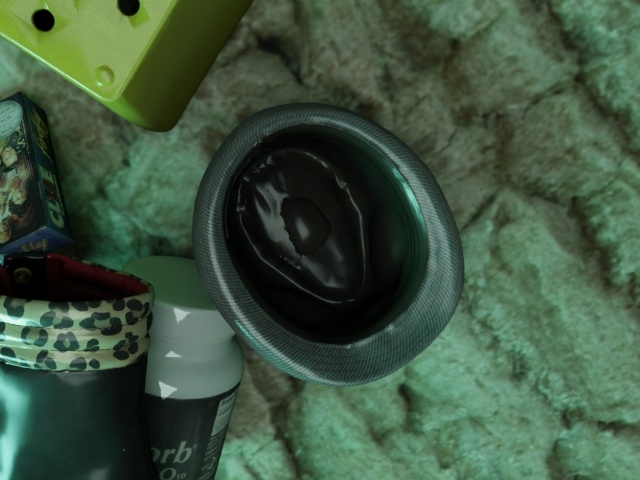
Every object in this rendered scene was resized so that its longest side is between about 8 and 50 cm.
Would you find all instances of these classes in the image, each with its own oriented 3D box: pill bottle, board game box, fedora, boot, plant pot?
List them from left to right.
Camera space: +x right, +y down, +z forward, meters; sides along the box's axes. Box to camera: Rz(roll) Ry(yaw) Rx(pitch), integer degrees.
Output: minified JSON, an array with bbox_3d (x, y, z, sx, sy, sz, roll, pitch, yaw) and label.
[{"bbox_3d":[-0.372,-0.023,0.592,0.243,0.042,0.165,-25,66,4],"label":"board game box"},{"bbox_3d":[-0.306,0.152,0.541,0.377,0.138,0.284,9,104,14],"label":"boot"},{"bbox_3d":[-0.182,-0.221,0.518,0.212,0.187,0.212,33,103,-13],"label":"plant pot"},{"bbox_3d":[-0.173,0.169,0.658,0.162,0.162,0.278,13,107,-9],"label":"pill bottle"},{"bbox_3d":[0.000,0.000,0.624,0.243,0.124,0.275,-43,98,-6],"label":"fedora"}]
